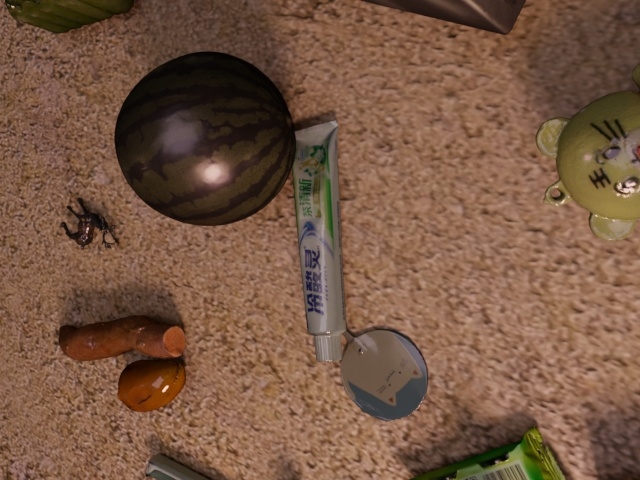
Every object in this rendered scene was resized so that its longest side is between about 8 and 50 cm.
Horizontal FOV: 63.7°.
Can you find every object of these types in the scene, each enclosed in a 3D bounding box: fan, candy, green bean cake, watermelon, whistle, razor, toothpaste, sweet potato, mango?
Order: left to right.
[{"bbox_3d":[-0.389,-0.434,0.786,0.214,0.113,0.200,-6,89,26],"label":"green bean cake"},{"bbox_3d":[-0.336,0.154,0.808,0.281,0.059,0.067,-7,60,24],"label":"sweet potato"},{"bbox_3d":[-0.252,0.214,0.768,0.127,0.063,0.077,-20,92,25],"label":"mango"},{"bbox_3d":[-0.132,-0.120,0.619,0.212,0.212,0.212,1,92,26],"label":"watermelon"},{"bbox_3d":[-0.141,0.373,0.733,0.278,0.056,0.111,15,97,33],"label":"razor"},{"bbox_3d":[0.000,0.000,0.647,0.075,0.048,0.296,-7,83,27],"label":"toothpaste"},{"bbox_3d":[0.056,0.144,0.645,0.175,0.005,0.113,45,108,17],"label":"fan"},{"bbox_3d":[0.184,0.286,0.573,0.178,0.032,0.102,-33,81,23],"label":"candy"},{"bbox_3d":[0.328,-0.109,0.445,0.288,0.106,0.131,-33,84,24],"label":"whistle"}]

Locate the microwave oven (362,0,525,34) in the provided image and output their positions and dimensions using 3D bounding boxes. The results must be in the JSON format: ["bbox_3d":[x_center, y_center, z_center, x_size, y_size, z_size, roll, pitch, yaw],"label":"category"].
[{"bbox_3d":[0.093,-0.446,0.405,0.236,0.374,0.432,40,112,44],"label":"microwave oven"}]

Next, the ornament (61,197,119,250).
[{"bbox_3d":[-0.375,-0.014,0.843,0.125,0.028,0.073,29,103,25],"label":"ornament"}]
